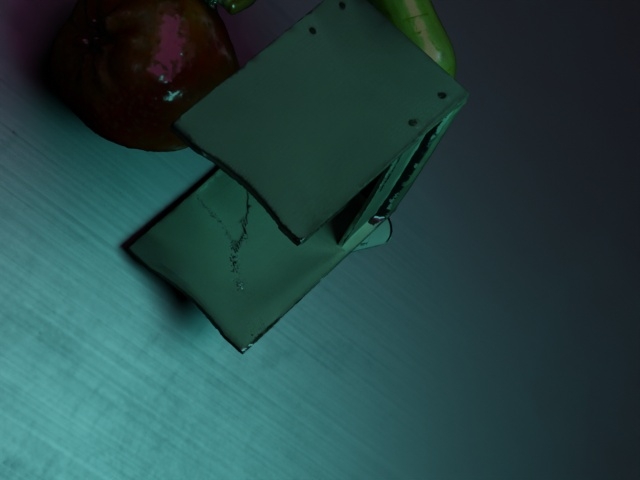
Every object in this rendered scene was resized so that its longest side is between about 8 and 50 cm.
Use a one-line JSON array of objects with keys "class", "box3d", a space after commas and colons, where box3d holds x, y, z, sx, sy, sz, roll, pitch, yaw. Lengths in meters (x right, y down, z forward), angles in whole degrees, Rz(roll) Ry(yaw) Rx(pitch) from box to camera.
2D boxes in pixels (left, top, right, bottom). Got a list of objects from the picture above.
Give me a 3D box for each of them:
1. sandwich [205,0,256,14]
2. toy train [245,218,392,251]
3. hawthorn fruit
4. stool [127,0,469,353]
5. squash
[{"class": "sandwich", "box3d": [-0.084, -0.310, 1.451, 0.122, 0.236, 0.128, 35, 103, -17]}, {"class": "toy train", "box3d": [0.000, 0.000, 1.592, 0.207, 0.047, 0.043, -14, 89, -35]}, {"class": "hawthorn fruit", "box3d": [-0.158, -0.172, 1.429, 0.200, 0.179, 0.179, 18, 74, -46]}, {"class": "stool", "box3d": [-0.025, -0.069, 1.431, 0.170, 0.244, 0.269, 42, 58, 8]}, {"class": "squash", "box3d": [0.091, -0.281, 1.669, 0.083, 0.083, 0.250, -24, 98, -35]}]
